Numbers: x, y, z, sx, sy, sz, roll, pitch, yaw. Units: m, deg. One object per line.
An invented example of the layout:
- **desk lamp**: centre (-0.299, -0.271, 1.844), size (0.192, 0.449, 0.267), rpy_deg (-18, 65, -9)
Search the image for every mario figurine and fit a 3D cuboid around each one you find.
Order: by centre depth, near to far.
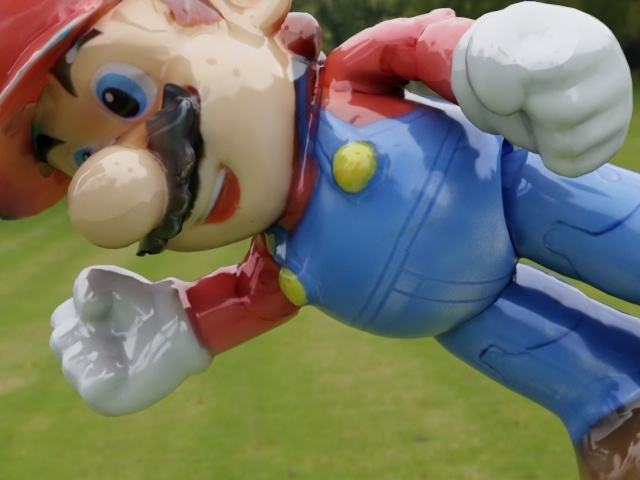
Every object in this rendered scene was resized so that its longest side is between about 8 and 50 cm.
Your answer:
- **mario figurine**: centre (0.000, 0.000, 0.507), size (0.321, 0.198, 0.170), rpy_deg (25, -1, 3)
